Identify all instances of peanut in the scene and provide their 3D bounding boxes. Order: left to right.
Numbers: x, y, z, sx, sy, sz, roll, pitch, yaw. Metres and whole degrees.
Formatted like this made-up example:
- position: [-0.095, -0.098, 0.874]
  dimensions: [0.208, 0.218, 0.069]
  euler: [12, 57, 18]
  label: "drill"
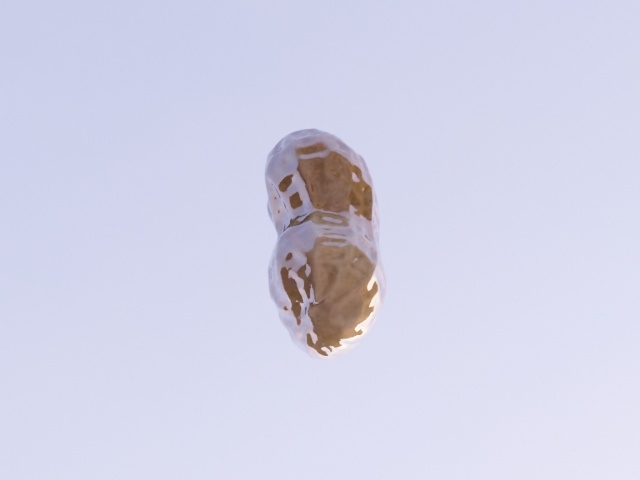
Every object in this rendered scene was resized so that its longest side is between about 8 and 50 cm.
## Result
- position: [0.000, 0.000, 1.222]
  dimensions: [0.110, 0.233, 0.197]
  euler: [1, -22, -12]
  label: "peanut"
